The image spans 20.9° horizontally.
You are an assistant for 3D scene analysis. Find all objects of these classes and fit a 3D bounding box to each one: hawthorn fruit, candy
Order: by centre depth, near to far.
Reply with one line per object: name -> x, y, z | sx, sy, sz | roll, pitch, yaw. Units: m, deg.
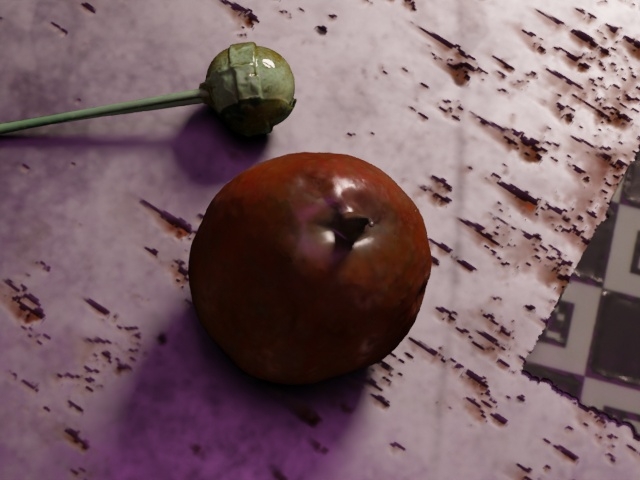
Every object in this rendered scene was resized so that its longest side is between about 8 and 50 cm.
hawthorn fruit -> 0.005, 0.000, 1.031 | 0.149, 0.189, 0.149 | 20, 44, -20
candy -> -0.116, -0.086, 1.127 | 0.203, 0.061, 0.061 | -10, 69, 0

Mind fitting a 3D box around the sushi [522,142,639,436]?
sushi -> 0.343, 0.010, 1.106 | 0.320, 0.069, 0.339 | 29, 68, 8
